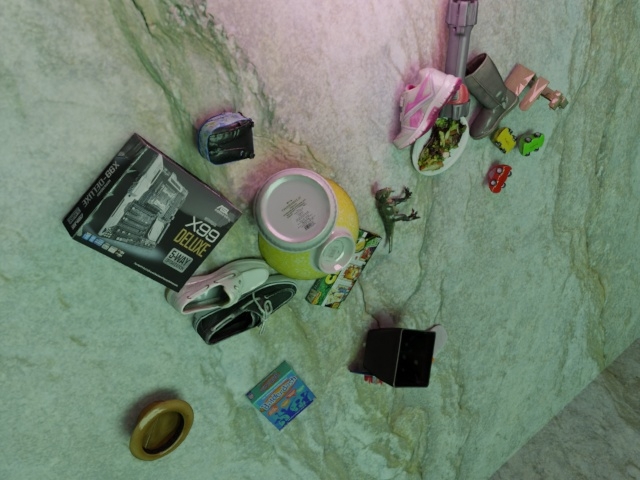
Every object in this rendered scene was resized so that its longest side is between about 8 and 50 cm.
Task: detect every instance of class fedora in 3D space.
[{"bbox_3d":[-0.437,0.496,1.717,0.194,0.079,0.194,-21,126,-32],"label":"fedora"}]

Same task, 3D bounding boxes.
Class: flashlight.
[{"bbox_3d":[0.352,-0.471,1.654,0.103,0.103,0.303,-21,126,-33],"label":"flashlight"}]

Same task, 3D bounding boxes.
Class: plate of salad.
[{"bbox_3d":[0.349,-0.269,1.819,0.200,0.048,0.199,-18,131,-22],"label":"plate of salad"}]

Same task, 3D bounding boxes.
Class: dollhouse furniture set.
[{"bbox_3d":[0.629,-0.416,1.900,0.123,0.144,0.151,-55,152,14],"label":"dollhouse furniture set"}]

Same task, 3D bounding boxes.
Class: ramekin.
[{"bbox_3d":[-0.058,-0.073,1.508,0.207,0.207,0.109,-46,-178,-2],"label":"ramekin"}]

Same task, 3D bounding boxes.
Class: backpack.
[{"bbox_3d":[-0.210,-0.219,1.377,0.114,0.084,0.105,-23,132,-32],"label":"backpack"}]

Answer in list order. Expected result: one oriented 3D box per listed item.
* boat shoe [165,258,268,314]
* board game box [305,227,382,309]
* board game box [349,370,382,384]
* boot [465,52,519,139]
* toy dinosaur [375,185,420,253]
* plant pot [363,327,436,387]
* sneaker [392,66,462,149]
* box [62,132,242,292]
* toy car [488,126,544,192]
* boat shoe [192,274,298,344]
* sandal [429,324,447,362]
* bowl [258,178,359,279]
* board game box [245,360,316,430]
[{"bbox_3d":[-0.240,0.127,1.595,0.277,0.096,0.098,-19,130,-29],"label":"boat shoe"},{"bbox_3d":[0.069,0.082,1.869,0.136,0.030,0.259,17,108,-43],"label":"board game box"},{"bbox_3d":[0.180,0.469,2.165,0.169,0.133,0.033,14,80,-44],"label":"board game box"},{"bbox_3d":[0.447,-0.400,1.794,0.209,0.076,0.189,26,110,-45],"label":"boot"},{"bbox_3d":[0.222,-0.083,1.855,0.118,0.064,0.268,-29,137,-11],"label":"toy dinosaur"},{"bbox_3d":[0.248,0.372,2.100,0.188,0.167,0.188,12,86,-44],"label":"plant pot"},{"bbox_3d":[0.256,-0.348,1.663,0.252,0.111,0.103,-55,170,35],"label":"sneaker"},{"bbox_3d":[-0.354,-0.050,1.388,0.242,0.076,0.307,-50,137,1],"label":"box"},{"bbox_3d":[0.619,-0.288,2.033,0.225,0.053,0.239,-27,134,-22],"label":"toy car"},{"bbox_3d":[-0.179,0.187,1.683,0.306,0.105,0.113,-18,130,-29],"label":"boat shoe"},{"bbox_3d":[0.366,0.409,2.309,0.265,0.076,0.102,-37,95,-35],"label":"sandal"},{"bbox_3d":[0.000,0.000,1.658,0.290,0.156,0.289,-21,132,-26],"label":"bowl"},{"bbox_3d":[-0.119,0.489,1.996,0.160,0.047,0.210,-40,136,-9],"label":"board game box"}]
